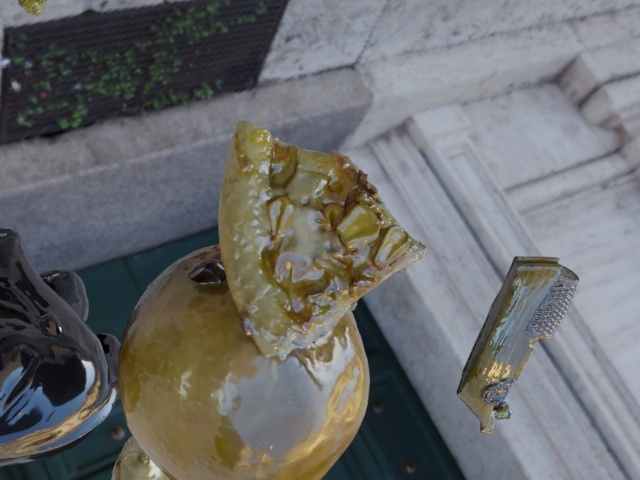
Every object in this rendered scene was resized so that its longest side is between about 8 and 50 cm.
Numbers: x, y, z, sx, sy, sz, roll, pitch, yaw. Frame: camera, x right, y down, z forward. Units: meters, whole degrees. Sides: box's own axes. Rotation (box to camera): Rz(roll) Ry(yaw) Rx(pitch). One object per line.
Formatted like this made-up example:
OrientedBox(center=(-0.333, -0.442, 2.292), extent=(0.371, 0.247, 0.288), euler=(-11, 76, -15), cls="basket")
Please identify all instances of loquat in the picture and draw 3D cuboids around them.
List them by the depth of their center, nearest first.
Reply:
OrientedBox(center=(-0.068, 0.115, 0.763), extent=(0.193, 0.238, 0.238), euler=(-25, 165, -50), cls="loquat")

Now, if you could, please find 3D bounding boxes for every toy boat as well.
OrientedBox(center=(0.142, 0.079, 0.632), extent=(0.047, 0.049, 0.149), euler=(-68, 177, -67), cls="toy boat")

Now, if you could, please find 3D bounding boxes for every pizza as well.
OrientedBox(center=(0.000, 0.000, 0.647), extent=(0.161, 0.182, 0.062), euler=(5, 166, 2), cls="pizza")

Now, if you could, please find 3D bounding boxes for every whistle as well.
OrientedBox(center=(-0.392, -0.347, 1.150), extent=(0.057, 0.109, 0.046), euler=(-34, 160, -20), cls="whistle")

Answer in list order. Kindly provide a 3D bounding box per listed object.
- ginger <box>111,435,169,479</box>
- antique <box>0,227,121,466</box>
OrientedBox(center=(-0.267, 0.441, 1.073), extent=(0.348, 0.122, 0.363), euler=(-110, -138, -88), cls="ginger")
OrientedBox(center=(-0.360, 0.128, 0.876), extent=(0.322, 0.255, 0.185), euler=(-7, 139, -29), cls="antique")
